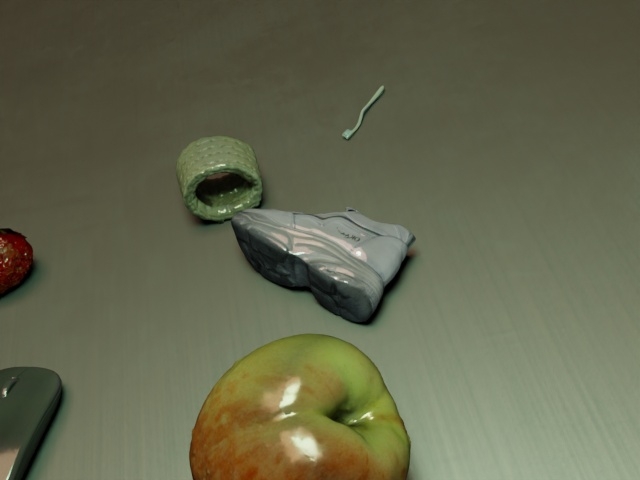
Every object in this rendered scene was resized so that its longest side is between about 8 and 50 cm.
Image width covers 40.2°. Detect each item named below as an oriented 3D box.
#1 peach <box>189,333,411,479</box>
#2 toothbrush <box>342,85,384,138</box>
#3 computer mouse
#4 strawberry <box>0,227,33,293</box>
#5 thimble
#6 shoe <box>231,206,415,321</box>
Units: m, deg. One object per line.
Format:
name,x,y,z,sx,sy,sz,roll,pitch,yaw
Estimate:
peach,-0.027,0.210,0.859,0.232,0.233,0.233,-8,44,8
toothbrush,0.069,-0.200,1.358,0.013,0.011,0.131,28,56,11
computer mouse,-0.384,0.238,1.011,0.120,0.057,0.232,2,47,17
strawberry,-0.453,0.030,1.221,0.106,0.106,0.106,-8,44,8
thimble,-0.145,-0.091,1.245,0.115,0.102,0.090,4,38,-22
shoe,0.000,0.000,1.122,0.245,0.095,0.137,26,54,31
